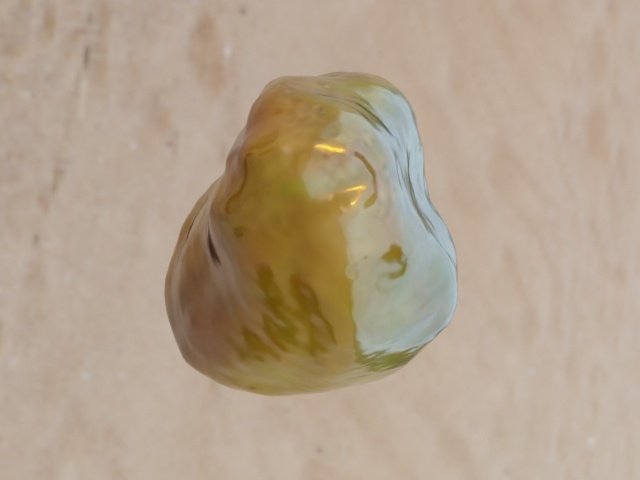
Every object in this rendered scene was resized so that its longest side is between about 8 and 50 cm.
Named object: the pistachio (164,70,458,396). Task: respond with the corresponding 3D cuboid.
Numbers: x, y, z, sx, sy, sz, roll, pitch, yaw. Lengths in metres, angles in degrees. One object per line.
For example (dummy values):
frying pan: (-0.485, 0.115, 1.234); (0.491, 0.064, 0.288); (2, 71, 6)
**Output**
pistachio: (0.003, 0.002, 0.751); (0.100, 0.110, 0.189); (-39, 171, -29)
